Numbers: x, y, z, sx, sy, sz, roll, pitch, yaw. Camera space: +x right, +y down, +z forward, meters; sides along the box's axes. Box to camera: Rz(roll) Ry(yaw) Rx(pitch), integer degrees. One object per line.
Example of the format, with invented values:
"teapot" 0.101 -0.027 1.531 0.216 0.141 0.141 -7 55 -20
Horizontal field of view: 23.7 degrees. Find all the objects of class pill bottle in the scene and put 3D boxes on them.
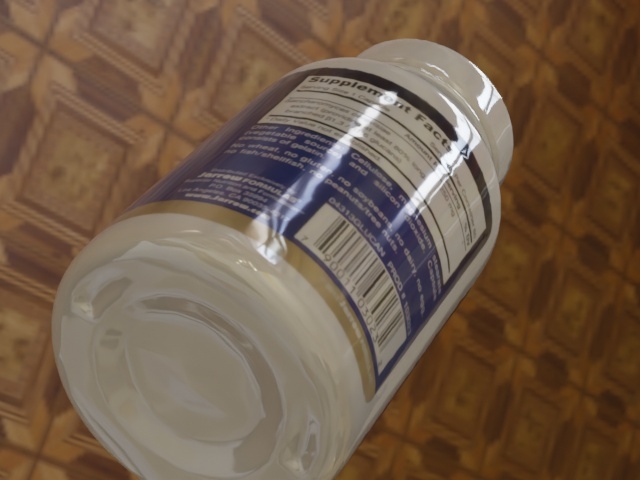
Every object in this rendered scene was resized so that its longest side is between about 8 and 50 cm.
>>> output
"pill bottle" 0.000 0.000 0.474 0.169 0.094 0.094 -47 129 -51
